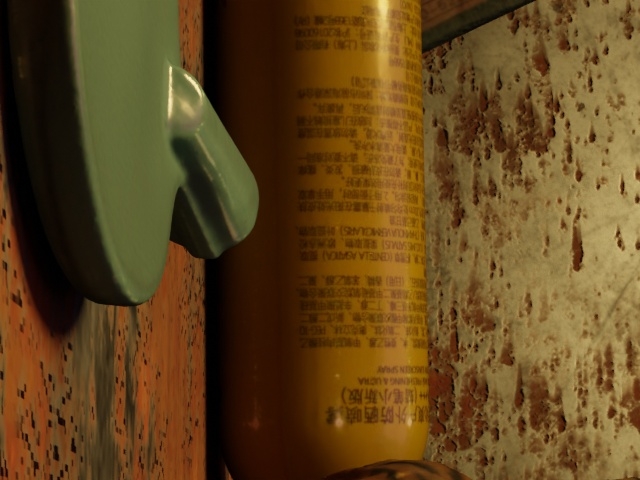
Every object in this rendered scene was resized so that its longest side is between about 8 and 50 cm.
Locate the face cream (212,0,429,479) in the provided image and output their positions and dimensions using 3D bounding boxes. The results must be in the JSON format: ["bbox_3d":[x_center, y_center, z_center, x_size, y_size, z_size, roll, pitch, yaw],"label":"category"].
[{"bbox_3d":[0.000,0.000,0.927,0.105,0.105,0.349,63,25,-85],"label":"face cream"}]

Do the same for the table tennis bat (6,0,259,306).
[{"bbox_3d":[-0.052,-0.045,0.550,0.237,0.038,0.149,67,20,-72],"label":"table tennis bat"}]

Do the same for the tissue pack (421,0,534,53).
[{"bbox_3d":[0.107,-0.210,1.169,0.103,0.315,0.228,61,13,-20],"label":"tissue pack"}]

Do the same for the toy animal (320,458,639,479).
[{"bbox_3d":[0.035,0.123,0.764,0.114,0.255,0.116,57,-33,27],"label":"toy animal"}]
